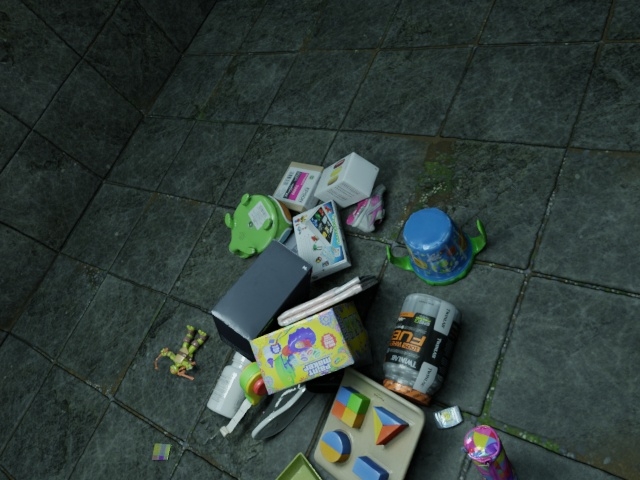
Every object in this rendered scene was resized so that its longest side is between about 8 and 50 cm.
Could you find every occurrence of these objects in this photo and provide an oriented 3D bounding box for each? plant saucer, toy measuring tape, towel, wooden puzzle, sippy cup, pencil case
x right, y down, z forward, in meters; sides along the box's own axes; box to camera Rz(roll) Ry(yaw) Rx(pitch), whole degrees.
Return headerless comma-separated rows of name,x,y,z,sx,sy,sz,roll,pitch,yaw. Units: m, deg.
plant saucer,-0.064,0.827,1.618,0.188,0.045,0.188,-48,50,-3
toy measuring tape,-0.265,0.535,1.749,0.121,0.121,0.330,35,84,39
towel,-0.623,0.826,1.956,0.083,0.009,0.060,-9,58,24
towel,0.033,0.202,1.764,0.316,0.332,0.054,-26,83,13
wooden puzzle,0.126,0.604,1.518,0.322,0.080,0.348,20,94,44
sippy cup,0.394,0.008,1.726,0.305,0.224,0.240,-46,50,-1
pencil case,0.456,0.591,1.340,0.104,0.236,0.105,-21,39,18

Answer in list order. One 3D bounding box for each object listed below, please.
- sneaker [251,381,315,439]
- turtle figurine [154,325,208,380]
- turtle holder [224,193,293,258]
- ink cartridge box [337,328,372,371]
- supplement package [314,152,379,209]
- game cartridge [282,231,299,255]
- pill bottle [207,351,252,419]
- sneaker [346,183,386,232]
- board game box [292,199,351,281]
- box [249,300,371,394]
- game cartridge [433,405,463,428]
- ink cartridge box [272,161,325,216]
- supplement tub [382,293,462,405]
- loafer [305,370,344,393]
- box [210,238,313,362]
sneaker,-0.150,0.567,1.788,0.295,0.105,0.147,-43,49,-7
turtle figurine,-0.554,0.474,2.076,0.269,0.087,0.217,8,59,42
turtle holder,-0.248,-0.037,2.112,0.243,0.227,0.321,27,106,31
ink cartridge box,0.084,0.388,1.774,0.175,0.072,0.128,-20,56,18
supplement package,0.102,-0.235,2.022,0.244,0.133,0.139,-20,46,60
game cartridge,-0.072,0.049,2.077,0.294,0.060,0.196,-45,54,-1
pill bottle,-0.318,0.538,1.875,0.131,0.131,0.229,13,69,34
sneaker,0.205,-0.123,1.999,0.252,0.111,0.103,-55,12,-30
board game box,0.000,0.000,1.997,0.192,0.053,0.306,-23,54,17
box,-0.021,0.336,1.607,0.289,0.279,0.177,-24,82,14
game cartridge,0.394,0.548,1.543,0.083,0.017,0.056,-24,57,15
ink cartridge box,-0.090,-0.224,2.224,0.193,0.088,0.235,14,70,36
supplement tub,0.317,0.345,1.591,0.193,0.193,0.316,9,68,33
loafer,0.060,0.476,1.704,0.219,0.080,0.078,4,47,3
box,-0.200,0.226,1.791,0.178,0.313,0.343,34,65,12
